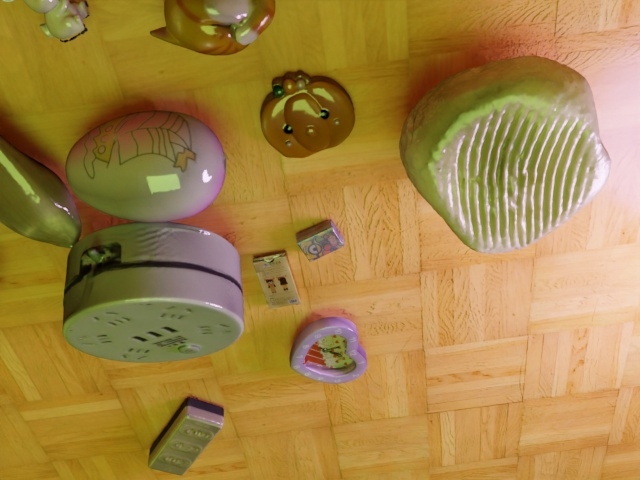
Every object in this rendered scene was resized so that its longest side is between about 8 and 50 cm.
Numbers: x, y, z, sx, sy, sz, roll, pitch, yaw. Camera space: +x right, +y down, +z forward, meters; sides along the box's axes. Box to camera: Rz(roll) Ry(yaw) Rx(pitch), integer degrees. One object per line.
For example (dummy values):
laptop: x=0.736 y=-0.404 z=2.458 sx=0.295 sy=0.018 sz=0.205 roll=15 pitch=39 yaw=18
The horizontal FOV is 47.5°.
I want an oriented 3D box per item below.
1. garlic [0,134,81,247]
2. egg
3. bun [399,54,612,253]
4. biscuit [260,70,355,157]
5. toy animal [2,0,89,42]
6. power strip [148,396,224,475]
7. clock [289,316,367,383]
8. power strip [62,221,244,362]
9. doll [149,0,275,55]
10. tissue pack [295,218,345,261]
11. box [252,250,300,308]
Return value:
garlic: x=-0.548 y=-0.111 z=1.287 sx=0.143 sy=0.112 sz=0.318 roll=-9 pitch=136 yaw=30
egg: x=-0.297 y=-0.128 z=1.244 sx=0.271 sy=0.196 sz=0.196 roll=10 pitch=129 yaw=0
bun: x=0.305 y=-0.159 z=1.241 sx=0.352 sy=0.227 sz=0.349 roll=-4 pitch=129 yaw=-5
biscuit: x=-0.026 y=-0.219 z=1.279 sx=0.170 sy=0.050 sz=0.170 roll=-3 pitch=129 yaw=-3
toy animal: x=-0.419 y=-0.368 z=1.113 sx=0.085 sy=0.071 sz=0.124 roll=-10 pitch=141 yaw=27
power strip: x=-0.344 y=0.503 z=1.837 sx=0.105 sy=0.070 sz=0.257 roll=23 pitch=125 yaw=-21
clock: x=0.011 y=0.248 z=1.658 sx=0.172 sy=0.064 sz=0.198 roll=-15 pitch=129 yaw=8
power strip: x=-0.320 y=0.106 z=1.374 sx=0.357 sy=0.162 sz=0.358 roll=-5 pitch=153 yaw=-2
doll: x=-0.134 y=-0.390 z=1.062 sx=0.166 sy=0.162 sz=0.270 roll=3 pitch=128 yaw=-38
tissue pack: x=0.000 y=0.000 z=1.472 sx=0.083 sy=0.035 sz=0.063 roll=-24 pitch=127 yaw=13
box: x=-0.092 y=0.085 z=1.544 sx=0.073 sy=0.020 sz=0.149 roll=-10 pitch=130 yaw=5
